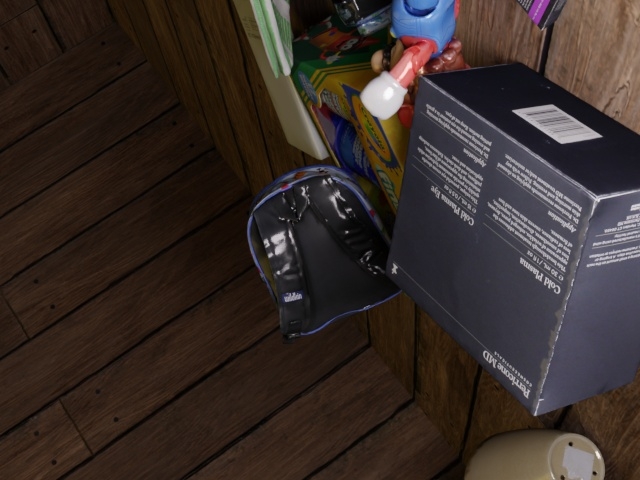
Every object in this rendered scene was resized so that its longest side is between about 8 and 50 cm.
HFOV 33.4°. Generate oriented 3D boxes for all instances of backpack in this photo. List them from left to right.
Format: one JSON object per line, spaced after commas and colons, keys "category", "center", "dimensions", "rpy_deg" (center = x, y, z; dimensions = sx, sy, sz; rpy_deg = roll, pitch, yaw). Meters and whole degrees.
{"category": "backpack", "center": [0.000, 0.000, 1.879], "dimensions": [0.263, 0.277, 0.213], "rpy_deg": [64, -178, -22]}
{"category": "backpack", "center": [0.077, -0.365, 1.649], "dimensions": [0.084, 0.105, 0.114], "rpy_deg": [59, 174, -15]}

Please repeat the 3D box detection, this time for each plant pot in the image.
{"category": "plant pot", "center": [0.475, 0.497, 2.246], "dimensions": [0.256, 0.256, 0.274], "rpy_deg": [54, 153, 10]}

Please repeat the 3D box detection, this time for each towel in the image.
{"category": "towel", "center": [-0.086, -0.471, 1.803], "dimensions": [0.248, 0.038, 0.324], "rpy_deg": [70, -164, -53]}

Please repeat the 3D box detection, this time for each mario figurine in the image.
{"category": "mario figurine", "center": [0.110, -0.287, 1.422], "dimensions": [0.170, 0.198, 0.320], "rpy_deg": [49, 155, 42]}

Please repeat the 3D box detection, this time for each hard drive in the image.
{"category": "hard drive", "center": [-0.078, -0.342, 2.090], "dimensions": [0.353, 0.047, 0.233], "rpy_deg": [69, 169, -20]}

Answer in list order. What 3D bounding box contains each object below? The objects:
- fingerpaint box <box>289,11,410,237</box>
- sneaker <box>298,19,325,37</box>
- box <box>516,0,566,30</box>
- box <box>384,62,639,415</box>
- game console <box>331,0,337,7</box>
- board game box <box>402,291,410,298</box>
{"category": "fingerpaint box", "center": [0.145, -0.147, 1.849], "dimensions": [0.371, 0.163, 0.444], "rpy_deg": [39, 161, 57]}
{"category": "sneaker", "center": [0.013, -0.344, 2.041], "dimensions": [0.237, 0.085, 0.086], "rpy_deg": [69, 175, -71]}
{"category": "box", "center": [0.232, -0.338, 1.250], "dimensions": [0.162, 0.029, 0.116], "rpy_deg": [52, 168, 11]}
{"category": "box", "center": [0.265, -0.015, 1.369], "dimensions": [0.343, 0.179, 0.312], "rpy_deg": [46, 137, 44]}
{"category": "game console", "center": [0.037, -0.459, 1.798], "dimensions": [0.107, 0.071, 0.122], "rpy_deg": [-90, -19, -49]}
{"category": "board game box", "center": [0.277, 0.131, 2.012], "dimensions": [0.317, 0.046, 0.213], "rpy_deg": [25, -173, -31]}
